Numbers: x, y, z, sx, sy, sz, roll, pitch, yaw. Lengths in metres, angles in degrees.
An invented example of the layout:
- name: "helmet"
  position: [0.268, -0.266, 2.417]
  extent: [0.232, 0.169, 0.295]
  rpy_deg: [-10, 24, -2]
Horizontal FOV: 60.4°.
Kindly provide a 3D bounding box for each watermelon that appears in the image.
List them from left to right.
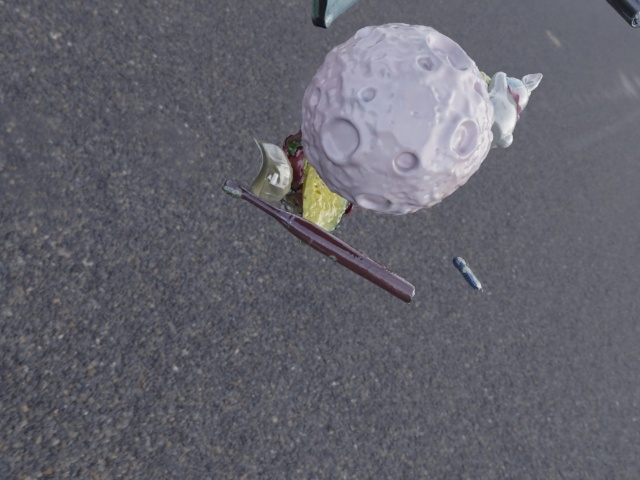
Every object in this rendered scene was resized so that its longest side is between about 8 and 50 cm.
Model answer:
- name: "watermelon"
  position: [-0.008, -0.115, 1.297]
  extent: [0.129, 0.123, 0.301]
  rpy_deg: [30, 54, -46]

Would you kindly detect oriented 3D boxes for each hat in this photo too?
- name: "hat"
  position: [-0.116, -0.183, 1.391]
  extent: [0.144, 0.173, 0.166]
  rpy_deg: [2, 89, -21]

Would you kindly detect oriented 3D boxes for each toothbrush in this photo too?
- name: "toothbrush"
  position: [0.001, -0.001, 0.904]
  extent: [0.364, 0.041, 0.040]
  rpy_deg: [31, 43, -7]

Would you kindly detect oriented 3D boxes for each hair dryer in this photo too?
- name: "hair dryer"
  position: [0.628, -0.538, 1.055]
  extent: [0.050, 0.194, 0.173]
  rpy_deg: [1, 52, -22]

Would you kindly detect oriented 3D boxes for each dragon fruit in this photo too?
- name: "dragon fruit"
  position: [0.010, -0.221, 1.727]
  extent: [0.329, 0.329, 0.329]
  rpy_deg: [26, 47, -32]

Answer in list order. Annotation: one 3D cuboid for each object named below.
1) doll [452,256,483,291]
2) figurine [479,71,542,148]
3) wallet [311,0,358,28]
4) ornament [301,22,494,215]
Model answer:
- name: "doll"
  position: [0.369, 0.084, 1.375]
  extent: [0.037, 0.027, 0.125]
  rpy_deg: [26, 24, -39]
- name: "figurine"
  position: [0.403, -0.324, 1.261]
  extent: [0.155, 0.127, 0.235]
  rpy_deg: [26, 59, 18]
- name: "wallet"
  position: [0.098, -0.595, 1.125]
  extent: [0.046, 0.190, 0.379]
  rpy_deg: [27, 53, 19]
- name: "ornament"
  position: [0.104, -0.166, 0.739]
  extent: [0.260, 0.225, 0.259]
  rpy_deg: [19, 47, -21]
